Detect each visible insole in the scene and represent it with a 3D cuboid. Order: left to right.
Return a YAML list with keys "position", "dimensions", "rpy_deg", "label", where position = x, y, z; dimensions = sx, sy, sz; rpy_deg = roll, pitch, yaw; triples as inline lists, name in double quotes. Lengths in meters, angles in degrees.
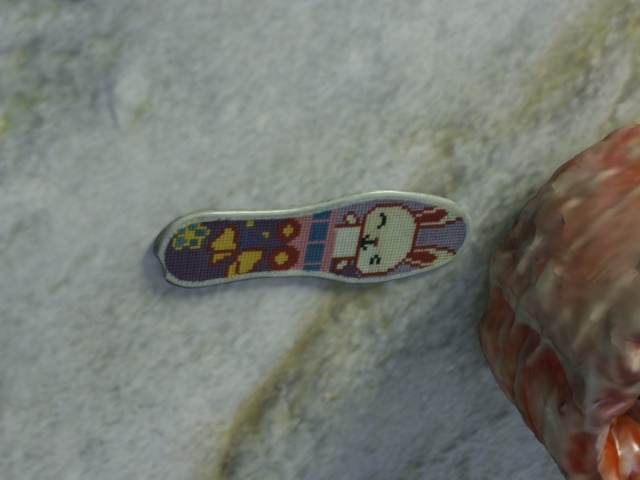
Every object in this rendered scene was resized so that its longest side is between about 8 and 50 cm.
- position: [0.000, 0.000, 0.900]
  dimensions: [0.197, 0.004, 0.065]
  rpy_deg: [-3, 125, -23]
  label: "insole"

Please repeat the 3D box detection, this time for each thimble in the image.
- position: [0.221, 0.053, 0.934]
  dimensions: [0.239, 0.162, 0.239]
  rpy_deg: [-13, 128, -17]
  label: "thimble"
